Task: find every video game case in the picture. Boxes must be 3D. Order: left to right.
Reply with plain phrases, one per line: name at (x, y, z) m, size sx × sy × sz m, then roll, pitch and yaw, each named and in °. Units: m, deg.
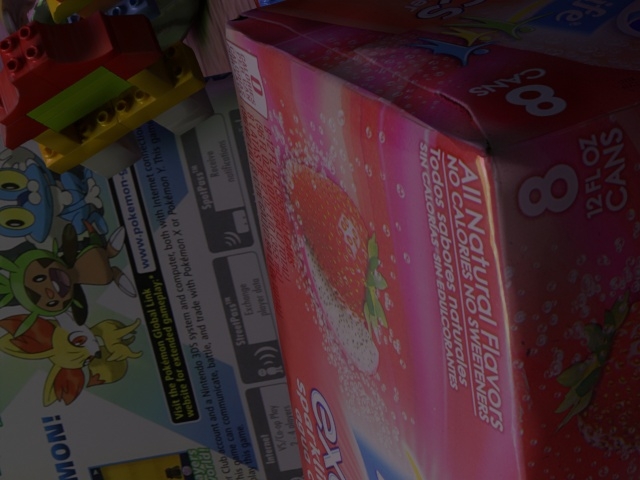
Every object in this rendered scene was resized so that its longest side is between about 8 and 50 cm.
video game case at (-0.036, 0.101, 0.643) m, size 0.036 × 0.300 × 0.329 m, roll -73°, pitch -29°, yaw -72°

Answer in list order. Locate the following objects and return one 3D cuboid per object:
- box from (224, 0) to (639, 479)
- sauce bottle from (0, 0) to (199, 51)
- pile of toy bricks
box at (0.087, 0.071, 0.470) m, size 0.142 × 0.154 × 0.300 m, roll 37°, pitch 140°, yaw 58°
sauce bottle at (-0.186, -0.235, 0.976) m, size 0.344 × 0.111 × 0.111 m, roll 57°, pitch 155°, yaw 33°
pile of toy bricks at (-0.031, -0.119, 0.522) m, size 0.105 × 0.212 × 0.118 m, roll 30°, pitch -147°, yaw -60°
